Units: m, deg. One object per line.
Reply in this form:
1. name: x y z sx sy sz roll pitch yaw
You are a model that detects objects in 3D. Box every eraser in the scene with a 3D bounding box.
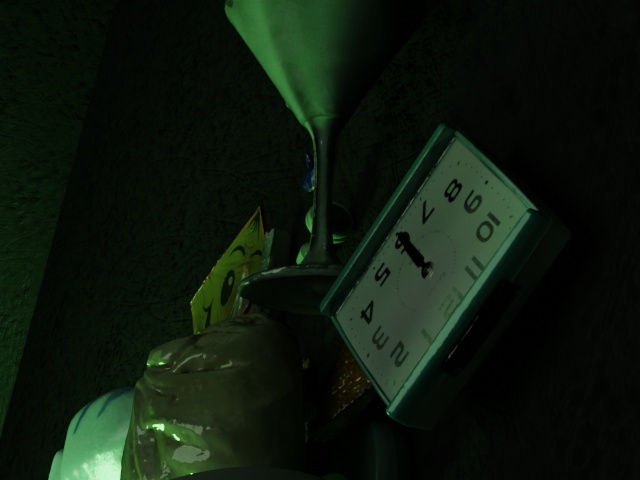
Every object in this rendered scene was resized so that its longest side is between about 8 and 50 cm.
1. eraser: -0.046 0.230 1.724 0.122 0.052 0.029 1 76 67

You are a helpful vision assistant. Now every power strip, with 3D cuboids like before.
1. power strip: 0.033 0.281 1.520 0.253 0.054 0.167 -19 57 62

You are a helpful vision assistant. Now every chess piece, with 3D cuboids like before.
1. chess piece: 0.000 0.000 1.749 0.103 0.067 0.067 117 155 -44

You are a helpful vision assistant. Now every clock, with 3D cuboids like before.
1. clock: 0.139 0.040 1.330 0.262 0.116 0.231 -58 33 16

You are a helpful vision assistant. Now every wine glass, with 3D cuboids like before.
1. wine glass: 0.004 -0.121 1.599 0.267 0.267 0.405 -28 57 60

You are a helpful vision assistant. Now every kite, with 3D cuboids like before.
1. kite: -0.144 0.101 2.065 0.377 0.013 0.327 16 92 65

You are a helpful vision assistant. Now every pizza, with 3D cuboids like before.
1. pizza: 0.055 0.164 1.468 0.195 0.052 0.185 -49 25 -16

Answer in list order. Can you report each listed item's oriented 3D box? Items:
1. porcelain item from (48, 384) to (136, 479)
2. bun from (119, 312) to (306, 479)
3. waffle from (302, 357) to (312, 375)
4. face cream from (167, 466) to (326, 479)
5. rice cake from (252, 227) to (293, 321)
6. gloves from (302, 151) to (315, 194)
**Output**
1. porcelain item: -0.274 0.326 1.952 0.405 0.243 0.178 -41 59 48
2. bun: -0.133 0.252 1.517 0.360 0.211 0.359 -176 90 -84
3. waffle: -0.050 0.189 1.740 0.078 0.085 0.016 -95 -21 -77
4. face cream: -0.055 0.388 1.268 0.219 0.357 0.312 26 101 66
5. rice cake: -0.076 0.082 1.889 0.036 0.047 0.206 -24 53 62
6. gloves: -0.009 -0.109 1.872 0.064 0.026 0.086 149 131 -61
